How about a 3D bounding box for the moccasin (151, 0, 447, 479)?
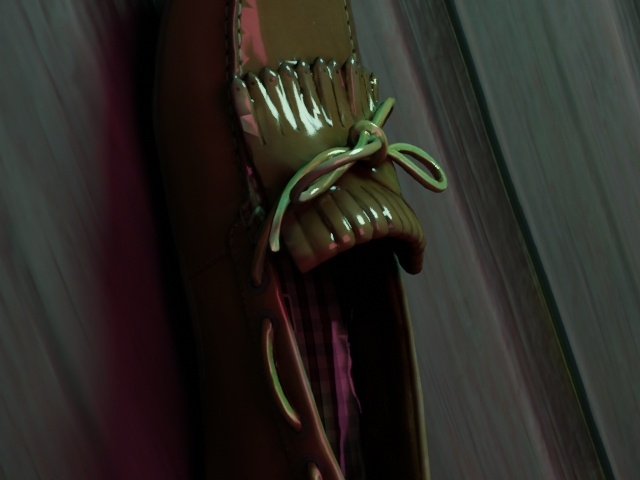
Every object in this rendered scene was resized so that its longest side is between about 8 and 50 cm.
[{"bbox_3d":[-0.002,0.000,0.872,0.139,0.147,0.380,8,77,-47],"label":"moccasin"}]
